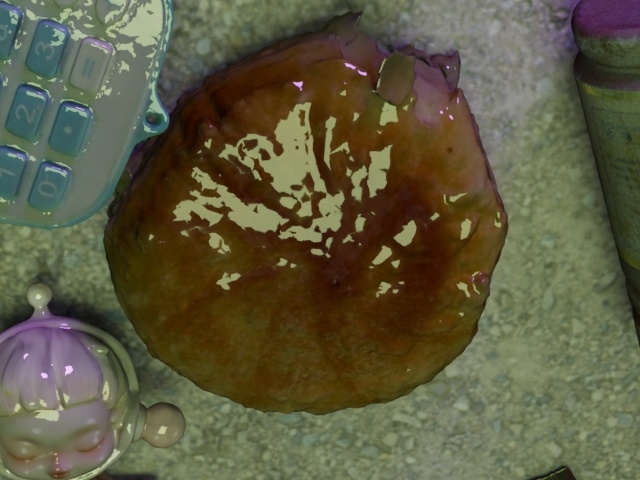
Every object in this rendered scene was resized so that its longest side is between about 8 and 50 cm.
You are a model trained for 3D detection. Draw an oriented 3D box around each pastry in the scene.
[{"bbox_3d":[0.000,0.000,0.915,0.330,0.136,0.329,-3,115,-6],"label":"pastry"}]

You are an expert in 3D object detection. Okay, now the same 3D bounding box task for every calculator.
[{"bbox_3d":[-0.286,-0.153,0.828,0.386,0.054,0.256,22,112,-7],"label":"calculator"}]

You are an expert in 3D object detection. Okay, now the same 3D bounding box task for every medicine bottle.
[{"bbox_3d":[0.295,-0.044,0.922,0.151,0.151,0.322,-19,117,3],"label":"medicine bottle"}]

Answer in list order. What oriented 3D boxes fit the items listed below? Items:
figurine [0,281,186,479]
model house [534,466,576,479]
[{"bbox_3d":[-0.205,0.161,0.983,0.182,0.144,0.256,9,119,11],"label":"figurine"},{"bbox_3d":[0.227,0.265,1.124,0.058,0.057,0.083,-25,119,1],"label":"model house"}]
